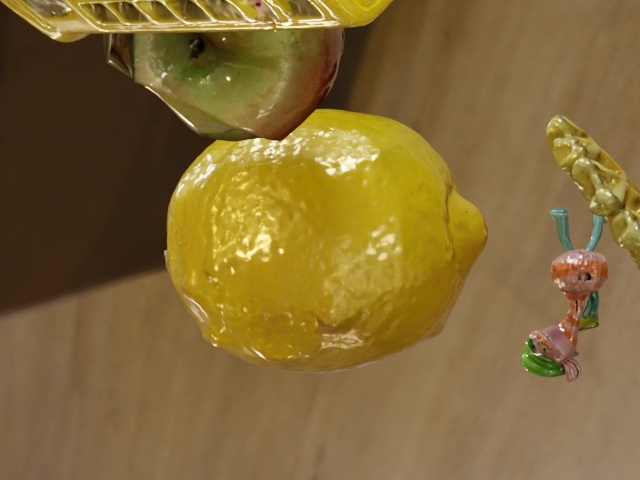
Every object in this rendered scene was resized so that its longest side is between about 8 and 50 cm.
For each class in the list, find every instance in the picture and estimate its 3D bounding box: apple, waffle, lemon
[{"bbox_3d":[-0.072,-0.173,1.295,0.174,0.188,0.207,-35,101,18],"label":"apple"},{"bbox_3d":[0.319,-0.008,1.741,0.250,0.056,0.261,41,-165,-51],"label":"waffle"},{"bbox_3d":[0.000,0.000,1.483,0.288,0.233,0.233,-2,107,17],"label":"lemon"}]

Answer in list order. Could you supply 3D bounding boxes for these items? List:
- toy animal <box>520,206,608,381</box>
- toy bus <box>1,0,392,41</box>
[{"bbox_3d":[0.303,0.064,2.108,0.100,0.103,0.208,11,98,40],"label":"toy animal"},{"bbox_3d":[-0.080,-0.170,0.749,0.330,0.144,0.152,9,145,54],"label":"toy bus"}]
